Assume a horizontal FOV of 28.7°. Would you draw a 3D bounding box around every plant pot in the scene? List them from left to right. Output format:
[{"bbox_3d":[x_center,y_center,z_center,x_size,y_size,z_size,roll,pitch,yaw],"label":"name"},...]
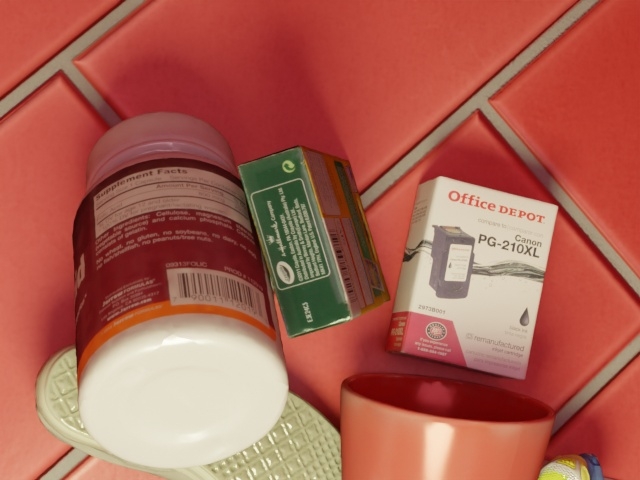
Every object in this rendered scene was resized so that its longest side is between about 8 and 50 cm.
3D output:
[{"bbox_3d":[0.140,0.308,1.545,0.274,0.275,0.243,7,94,-9],"label":"plant pot"}]

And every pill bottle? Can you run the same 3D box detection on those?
[{"bbox_3d":[-0.171,0.042,1.434,0.224,0.224,0.392,-2,43,-10],"label":"pill bottle"}]

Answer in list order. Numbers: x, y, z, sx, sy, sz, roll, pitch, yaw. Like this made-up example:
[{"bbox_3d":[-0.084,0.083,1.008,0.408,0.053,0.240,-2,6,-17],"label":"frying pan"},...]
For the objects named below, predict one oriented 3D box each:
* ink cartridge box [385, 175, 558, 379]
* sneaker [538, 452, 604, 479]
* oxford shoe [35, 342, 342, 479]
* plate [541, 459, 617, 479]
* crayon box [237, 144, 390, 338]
[{"bbox_3d":[0.198,0.049,1.648,0.171,0.100,0.237,13,83,-9],"label":"ink cartridge box"},{"bbox_3d":[0.316,0.378,1.598,0.091,0.126,0.240,25,115,32],"label":"sneaker"},{"bbox_3d":[-0.151,0.241,1.566,0.449,0.130,0.169,23,69,-22],"label":"oxford shoe"},{"bbox_3d":[0.350,0.449,1.666,0.277,0.045,0.277,16,82,-8],"label":"plate"},{"bbox_3d":[0.000,0.000,1.530,0.083,0.323,0.203,-17,87,11],"label":"crayon box"}]
